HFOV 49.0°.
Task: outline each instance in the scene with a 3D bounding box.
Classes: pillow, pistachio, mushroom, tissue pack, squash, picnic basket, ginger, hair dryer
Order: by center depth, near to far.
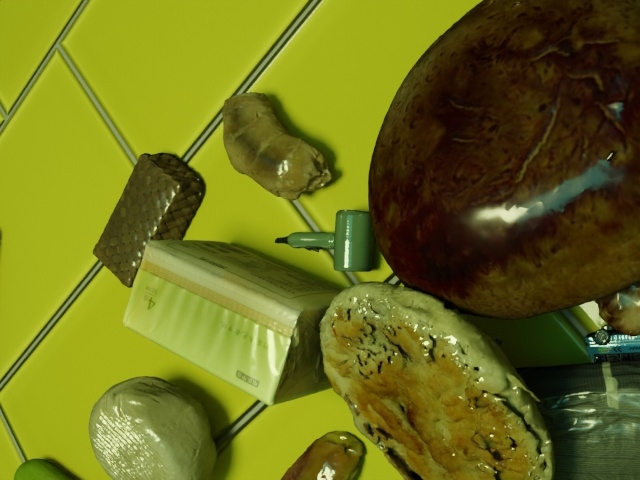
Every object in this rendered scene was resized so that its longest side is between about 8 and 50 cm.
[{"bbox_3d":[0.195,-0.090,0.633,0.345,0.239,0.345,-6,67,14],"label":"mushroom"},{"bbox_3d":[0.285,0.181,0.634,0.335,0.092,0.161,-8,113,29],"label":"pillow"},{"bbox_3d":[-0.088,0.087,0.826,0.234,0.159,0.125,21,99,29],"label":"tissue pack"},{"bbox_3d":[-0.010,0.304,0.839,0.089,0.049,0.173,44,110,23],"label":"pistachio"},{"bbox_3d":[0.000,0.000,0.851,0.150,0.047,0.071,1,88,42],"label":"hair dryer"},{"bbox_3d":[-0.066,-0.117,0.870,0.095,0.069,0.190,-46,64,-5],"label":"ginger"},{"bbox_3d":[-0.246,-0.028,0.985,0.110,0.055,0.193,39,106,25],"label":"picnic basket"},{"bbox_3d":[-0.387,0.391,1.057,0.201,0.066,0.066,21,100,26],"label":"squash"}]

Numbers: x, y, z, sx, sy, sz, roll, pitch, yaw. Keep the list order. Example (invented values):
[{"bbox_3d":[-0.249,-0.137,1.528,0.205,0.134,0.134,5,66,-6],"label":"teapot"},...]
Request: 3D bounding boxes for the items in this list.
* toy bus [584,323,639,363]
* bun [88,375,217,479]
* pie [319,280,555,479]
[{"bbox_3d":[0.297,0.102,0.665,0.083,0.038,0.046,-9,88,31],"label":"toy bus"},{"bbox_3d":[-0.212,0.254,0.924,0.167,0.113,0.173,-14,105,35],"label":"bun"},{"bbox_3d":[0.101,0.159,0.674,0.274,0.055,0.274,33,141,33],"label":"pie"}]
